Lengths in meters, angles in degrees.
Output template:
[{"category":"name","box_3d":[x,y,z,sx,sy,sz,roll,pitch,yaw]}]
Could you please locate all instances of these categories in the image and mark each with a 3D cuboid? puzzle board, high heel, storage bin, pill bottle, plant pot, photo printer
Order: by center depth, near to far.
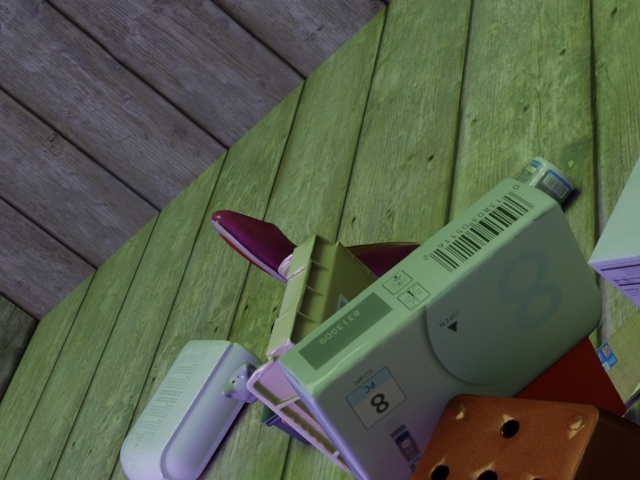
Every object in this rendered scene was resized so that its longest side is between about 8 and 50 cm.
[{"category":"plant pot","box_3d":[0.215,0.287,1.259,0.267,0.236,0.267,-2,50,47]},{"category":"puzzle board","box_3d":[0.377,0.140,1.598,0.096,0.011,0.128,-48,19,14]},{"category":"storage bin","box_3d":[0.030,0.167,1.964,0.123,0.260,0.262,-34,25,31]},{"category":"pill bottle","box_3d":[0.311,-0.051,1.993,0.137,0.078,0.078,-51,19,-1]},{"category":"storage bin","box_3d":[-0.018,0.269,2.137,0.135,0.091,0.098,-40,22,33]},{"category":"high heel","box_3d":[0.000,0.000,2.152,0.181,0.377,0.127,-58,34,-2]},{"category":"photo printer","box_3d":[-0.257,0.338,2.531,0.307,0.107,0.256,-58,20,-19]}]

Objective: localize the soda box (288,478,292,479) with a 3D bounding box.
[{"category":"soda box","box_3d":[-0.036,0.439,1.900,0.074,0.069,0.216,-47,20,14]}]

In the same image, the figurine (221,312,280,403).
[{"category":"figurine","box_3d":[-0.070,0.194,2.234,0.215,0.092,0.209,-51,-18,2]}]

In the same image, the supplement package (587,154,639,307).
[{"category":"supplement package","box_3d":[0.468,-0.028,1.487,0.262,0.145,0.204,-12,43,61]}]

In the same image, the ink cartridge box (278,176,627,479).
[{"category":"ink cartridge box","box_3d":[0.173,0.170,1.391,0.308,0.385,0.091,-38,34,-9]}]
